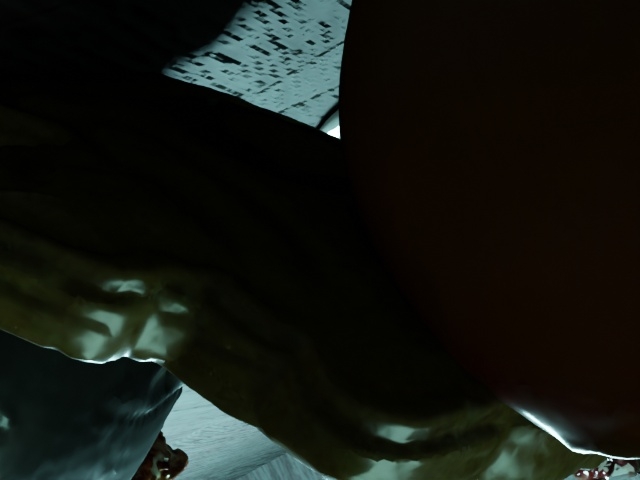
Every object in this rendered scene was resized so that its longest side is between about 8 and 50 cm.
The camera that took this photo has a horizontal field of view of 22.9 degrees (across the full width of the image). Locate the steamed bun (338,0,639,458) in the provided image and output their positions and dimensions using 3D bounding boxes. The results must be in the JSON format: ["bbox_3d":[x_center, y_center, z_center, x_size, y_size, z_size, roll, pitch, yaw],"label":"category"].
[{"bbox_3d":[0.193,-0.083,0.352,0.379,0.248,0.235,-4,-177,44],"label":"steamed bun"}]

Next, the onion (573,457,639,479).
[{"bbox_3d":[0.163,0.087,1.198,0.314,0.232,0.314,-27,172,-4],"label":"onion"}]

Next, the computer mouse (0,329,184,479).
[{"bbox_3d":[-0.100,0.040,0.529,0.270,0.086,0.137,-1,111,-63],"label":"computer mouse"}]

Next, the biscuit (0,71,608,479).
[{"bbox_3d":[0.000,0.000,0.493,0.290,0.208,0.041,3,119,-52],"label":"biscuit"}]

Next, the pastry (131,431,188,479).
[{"bbox_3d":[-0.189,0.181,1.176,0.115,0.097,0.208,-42,164,21],"label":"pastry"}]

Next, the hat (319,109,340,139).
[{"bbox_3d":[0.108,-0.034,0.754,0.203,0.126,0.203,-23,172,-4],"label":"hat"}]
